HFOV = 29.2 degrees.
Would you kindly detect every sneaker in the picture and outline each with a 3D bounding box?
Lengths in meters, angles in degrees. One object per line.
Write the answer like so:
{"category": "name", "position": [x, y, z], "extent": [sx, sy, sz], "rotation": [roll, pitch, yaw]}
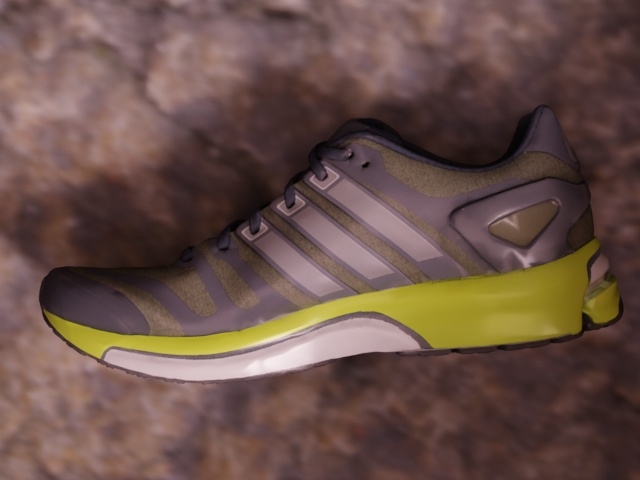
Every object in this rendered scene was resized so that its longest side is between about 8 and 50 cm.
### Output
{"category": "sneaker", "position": [0.000, 0.000, 0.642], "extent": [0.300, 0.111, 0.121], "rotation": [-7, 96, 2]}
